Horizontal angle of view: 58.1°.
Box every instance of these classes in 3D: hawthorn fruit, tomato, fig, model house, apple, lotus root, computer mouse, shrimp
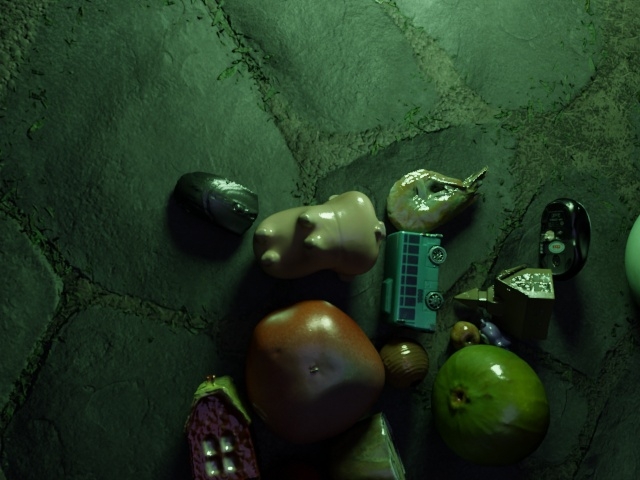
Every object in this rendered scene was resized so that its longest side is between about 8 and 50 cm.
[{"bbox_3d":[-0.044,0.672,1.373,0.230,0.210,0.266,-47,107,-11],"label":"hawthorn fruit"},{"bbox_3d":[-0.022,0.313,1.362,0.341,0.273,0.342,1,86,-14],"label":"tomato"},{"bbox_3d":[0.445,0.428,1.471,0.315,0.316,0.317,1,86,-13],"label":"fig"},{"bbox_3d":[-0.230,0.432,1.343,0.159,0.196,0.254,-8,87,-6],"label":"model house"},{"bbox_3d":[0.392,0.263,1.567,0.083,0.071,0.084,0,92,-7],"label":"apple"},{"bbox_3d":[0.118,0.568,1.402,0.191,0.272,0.272,-21,91,-2],"label":"lotus root"},{"bbox_3d":[-0.259,-0.099,1.437,0.217,0.073,0.122,24,81,-12],"label":"computer mouse"},{"bbox_3d":[0.320,-0.134,1.575,0.317,0.077,0.168,-31,91,-10],"label":"shrimp"},{"bbox_3d":[0.693,-0.002,1.620,0.096,0.137,0.234,4,90,-31],"label":"computer mouse"},{"bbox_3d":[0.493,0.148,1.576,0.247,0.181,0.176,3,42,12],"label":"model house"}]

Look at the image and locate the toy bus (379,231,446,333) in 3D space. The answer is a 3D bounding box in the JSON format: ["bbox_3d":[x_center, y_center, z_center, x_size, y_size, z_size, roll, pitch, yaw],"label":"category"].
[{"bbox_3d":[0.236,0.109,1.512,0.146,0.128,0.256,7,83,-11],"label":"toy bus"}]

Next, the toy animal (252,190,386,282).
[{"bbox_3d":[0.000,0.000,1.425,0.326,0.269,0.237,-10,88,19],"label":"toy animal"}]

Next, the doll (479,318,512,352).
[{"bbox_3d":[0.493,0.293,1.571,0.067,0.110,0.206,-37,102,5],"label":"doll"}]

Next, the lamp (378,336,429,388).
[{"bbox_3d":[0.214,0.317,1.488,0.136,0.136,0.137,1,86,-13],"label":"lamp"}]

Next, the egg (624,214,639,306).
[{"bbox_3d":[1.012,0.043,1.618,0.275,0.276,0.389,19,82,-11],"label":"egg"}]
